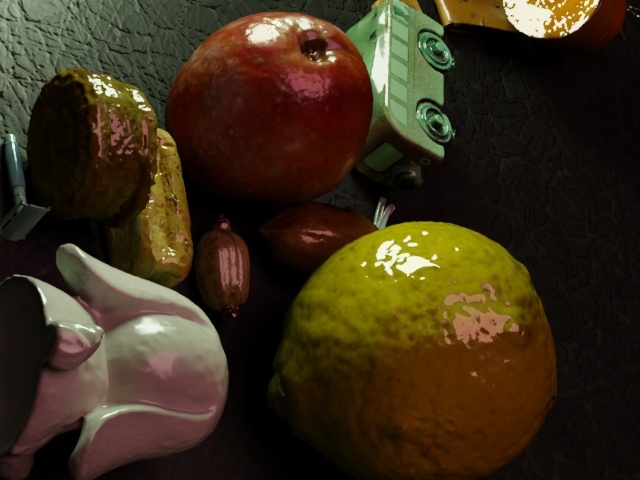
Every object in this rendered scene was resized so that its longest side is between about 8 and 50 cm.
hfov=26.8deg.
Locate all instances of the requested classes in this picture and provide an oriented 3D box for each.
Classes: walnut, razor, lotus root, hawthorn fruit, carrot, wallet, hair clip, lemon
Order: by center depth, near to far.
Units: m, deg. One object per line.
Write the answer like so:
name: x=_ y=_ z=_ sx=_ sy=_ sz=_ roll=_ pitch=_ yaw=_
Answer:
razor: x=-0.364 y=-0.073 z=1.605 sx=0.040 sy=0.068 sz=0.135 roll=15 pitch=45 yaw=-41
lemon: x=0.116 y=0.152 z=1.724 sx=0.387 sy=0.350 sz=0.350 roll=-8 pitch=69 yaw=-13
lotus root: x=-0.129 y=0.034 z=1.754 sx=0.072 sy=0.063 sz=0.152 roll=2 pitch=70 yaw=-14
hawthorn fruit: x=-0.064 y=-0.169 z=1.801 sx=0.284 sy=0.284 sz=0.284 roll=23 pitch=52 yaw=-33
walnut: x=0.000 y=0.000 z=1.875 sx=0.207 sy=0.116 sz=0.115 roll=7 pitch=62 yaw=-34
hair clip: x=0.093 y=-0.022 z=2.026 sx=0.030 sy=0.039 sz=0.115 roll=44 pitch=40 yaw=-24
wallet: x=0.265 y=-0.442 z=2.447 sx=0.195 sy=0.042 sz=0.161 roll=-2 pitch=65 yaw=-44
carrot: x=0.476 y=-0.451 z=2.524 sx=0.193 sy=0.214 sz=0.331 roll=25 pitch=7 yaw=25

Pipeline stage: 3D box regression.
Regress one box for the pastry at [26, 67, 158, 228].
pastry: x=-0.276 y=-0.108 z=1.609 sx=0.103 sy=0.189 sz=0.188 roll=4 pitch=64 yaw=-40

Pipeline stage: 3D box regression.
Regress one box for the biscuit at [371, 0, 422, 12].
biscuit: x=0.132 y=-0.378 z=2.287 sx=0.118 sy=0.023 sz=0.140 roll=16 pitch=57 yaw=-38

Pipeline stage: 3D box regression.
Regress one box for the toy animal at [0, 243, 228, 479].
toy animal: x=-0.222 y=0.151 z=1.489 sx=0.265 sy=0.206 sz=0.271 roll=16 pitch=54 yaw=-34

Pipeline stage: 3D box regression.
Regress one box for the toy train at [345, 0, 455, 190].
toy train: x=0.118 y=-0.228 z=2.106 sx=0.159 sy=0.129 sz=0.326 roll=26 pitch=50 yaw=-28

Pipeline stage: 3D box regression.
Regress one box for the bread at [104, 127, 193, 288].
bread: x=-0.218 y=-0.036 z=1.675 sx=0.083 sy=0.114 sz=0.211 roll=12 pitch=61 yaw=-43
